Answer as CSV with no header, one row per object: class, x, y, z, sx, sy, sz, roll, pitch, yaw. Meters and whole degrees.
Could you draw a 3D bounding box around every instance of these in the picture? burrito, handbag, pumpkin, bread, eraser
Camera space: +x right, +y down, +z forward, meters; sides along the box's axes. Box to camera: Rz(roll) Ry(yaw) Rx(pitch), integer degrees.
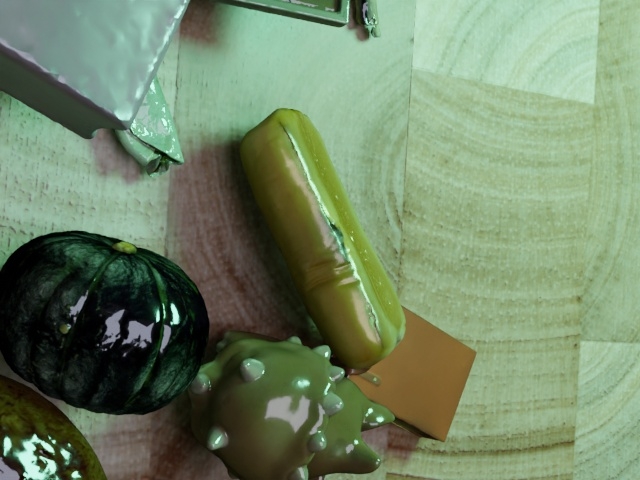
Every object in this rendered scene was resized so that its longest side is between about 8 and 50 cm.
burrito,-0.193,-0.125,1.435,0.074,0.044,0.118,-24,102,-31
handbag,0.098,0.154,1.637,0.190,0.063,0.127,32,73,-35
pumpkin,-0.216,0.078,1.311,0.221,0.220,0.161,17,93,-34
bread,0.000,0.000,1.507,0.091,0.142,0.305,-25,90,12
eraser,-0.238,-0.317,1.275,0.272,0.122,0.359,32,69,-26

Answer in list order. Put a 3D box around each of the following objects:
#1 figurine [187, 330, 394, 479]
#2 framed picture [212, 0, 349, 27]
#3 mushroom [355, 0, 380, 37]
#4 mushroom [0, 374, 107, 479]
figurine,-0.029,0.201,1.451,0.177,0.173,0.247,-46,114,-6
framed picture,-0.113,-0.371,1.439,0.324,0.020,0.240,7,77,-22
mushroom,0.062,-0.342,1.619,0.060,0.061,0.187,3,100,-22
mushroom,-0.350,0.288,1.227,0.345,0.239,0.345,11,62,-21
